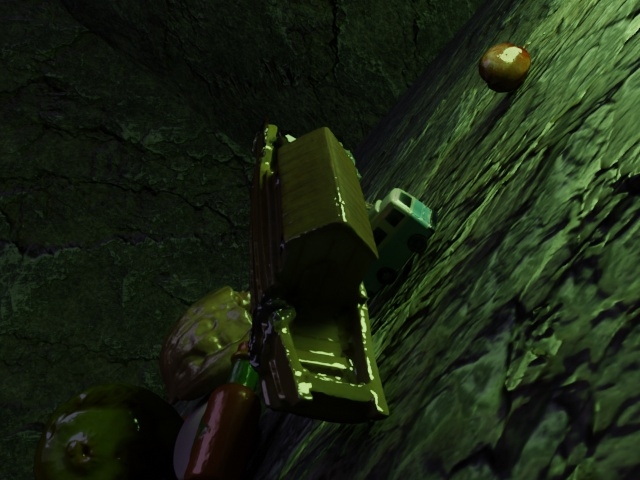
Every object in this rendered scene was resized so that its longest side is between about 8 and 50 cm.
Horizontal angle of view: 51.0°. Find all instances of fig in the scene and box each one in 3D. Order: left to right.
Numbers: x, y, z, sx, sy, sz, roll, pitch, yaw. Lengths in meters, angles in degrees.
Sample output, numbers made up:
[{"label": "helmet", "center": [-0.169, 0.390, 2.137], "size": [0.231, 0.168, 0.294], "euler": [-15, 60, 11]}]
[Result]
[{"label": "fig", "center": [-0.332, 0.361, 1.116], "size": [0.239, 0.239, 0.271], "euler": [-54, -19, -18]}]

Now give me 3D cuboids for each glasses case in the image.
[{"label": "glasses case", "center": [-0.156, 0.276, 0.965], "size": [0.113, 0.075, 0.297], "euler": [-53, 4, -10]}]

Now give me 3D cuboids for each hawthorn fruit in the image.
[{"label": "hawthorn fruit", "center": [0.262, -0.250, 0.915], "size": [0.103, 0.067, 0.067], "euler": [-50, 6, 3]}]

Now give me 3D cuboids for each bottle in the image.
[{"label": "bottle", "center": [-0.106, 0.208, 0.810], "size": [0.069, 0.069, 0.187], "euler": [-46, 22, 48]}]

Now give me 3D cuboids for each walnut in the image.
[{"label": "walnut", "center": [-0.161, 0.154, 1.052], "size": [0.204, 0.141, 0.238], "euler": [-29, -1, 12]}]

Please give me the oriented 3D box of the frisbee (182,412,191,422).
[{"label": "frisbee", "center": [-0.368, 0.488, 1.598], "size": [0.192, 0.035, 0.192], "euler": [-53, 6, 8]}]

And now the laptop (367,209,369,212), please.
[{"label": "laptop", "center": [0.000, 0.000, 1.096], "size": [0.187, 0.015, 0.269], "euler": [-51, 35, 12]}]

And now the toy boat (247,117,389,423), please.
[{"label": "toy boat", "center": [-0.001, 0.006, 0.685], "size": [0.445, 0.136, 0.162], "euler": [-96, 25, -51]}]

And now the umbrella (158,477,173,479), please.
[{"label": "umbrella", "center": [-0.213, 0.367, 0.894], "size": [0.080, 0.071, 0.224], "euler": [-60, 9, -19]}]

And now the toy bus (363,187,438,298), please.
[{"label": "toy bus", "center": [0.075, 0.001, 0.797], "size": [0.123, 0.075, 0.060], "euler": [-50, 6, 27]}]

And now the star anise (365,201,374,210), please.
[{"label": "star anise", "center": [0.020, 0.003, 1.217], "size": [0.236, 0.093, 0.229], "euler": [-45, 3, 28]}]
